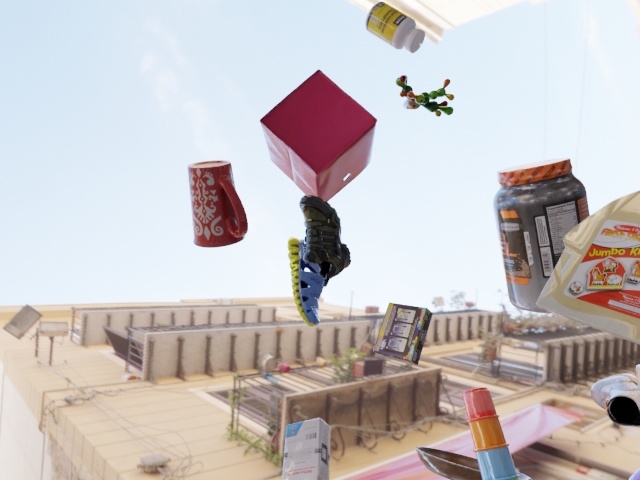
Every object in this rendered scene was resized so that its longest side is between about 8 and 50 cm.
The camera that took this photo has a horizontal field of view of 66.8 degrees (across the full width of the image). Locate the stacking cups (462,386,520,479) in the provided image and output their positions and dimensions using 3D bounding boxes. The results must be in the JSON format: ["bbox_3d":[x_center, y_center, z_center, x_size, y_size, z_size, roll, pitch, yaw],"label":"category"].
[{"bbox_3d":[0.380,0.483,1.048,0.095,0.096,0.317,11,-122,-40],"label":"stacking cups"}]

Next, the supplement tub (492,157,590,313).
[{"bbox_3d":[0.532,-0.015,1.156,0.207,0.207,0.339,-18,-81,-39],"label":"supplement tub"}]

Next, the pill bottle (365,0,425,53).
[{"bbox_3d":[0.239,-0.674,1.543,0.103,0.184,0.103,-41,-23,-21],"label":"pill bottle"}]

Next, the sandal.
[{"bbox_3d":[-0.029,0.126,1.622,0.126,0.138,0.318,74,-172,-71],"label":"sandal"}]

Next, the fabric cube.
[{"bbox_3d":[-0.001,-0.309,1.515,0.254,0.258,0.259,-42,-103,-11],"label":"fabric cube"}]

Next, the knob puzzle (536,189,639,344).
[{"bbox_3d":[0.353,0.018,0.516,0.030,0.213,0.213,37,-112,-29],"label":"knob puzzle"}]

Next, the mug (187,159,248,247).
[{"bbox_3d":[-0.210,-0.081,1.038,0.113,0.150,0.170,-47,-44,-65],"label":"mug"}]

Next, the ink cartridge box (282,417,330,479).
[{"bbox_3d":[-0.034,0.549,1.211,0.060,0.104,0.180,53,-153,-37],"label":"ink cartridge box"}]

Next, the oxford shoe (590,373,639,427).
[{"bbox_3d":[0.871,0.462,1.401,0.132,0.364,0.130,-5,-101,-2],"label":"oxford shoe"}]

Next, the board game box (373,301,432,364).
[{"bbox_3d":[0.255,0.285,1.499,0.048,0.141,0.171,41,-117,-41],"label":"board game box"}]

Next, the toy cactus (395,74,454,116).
[{"bbox_3d":[0.318,-0.461,1.546,0.218,0.180,0.112,13,-91,-18],"label":"toy cactus"}]

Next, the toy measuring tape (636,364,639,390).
[{"bbox_3d":[0.606,0.186,0.619,0.121,0.329,0.122,-5,-90,-75],"label":"toy measuring tape"}]

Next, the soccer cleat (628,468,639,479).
[{"bbox_3d":[0.639,0.590,1.020,0.095,0.083,0.248,22,-82,-29],"label":"soccer cleat"}]

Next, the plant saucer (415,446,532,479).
[{"bbox_3d":[0.412,0.633,1.333,0.310,0.310,0.050,26,-109,-38],"label":"plant saucer"}]

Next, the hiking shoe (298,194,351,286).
[{"bbox_3d":[0.000,0.000,1.177,0.114,0.086,0.227,-48,-59,-40],"label":"hiking shoe"}]
